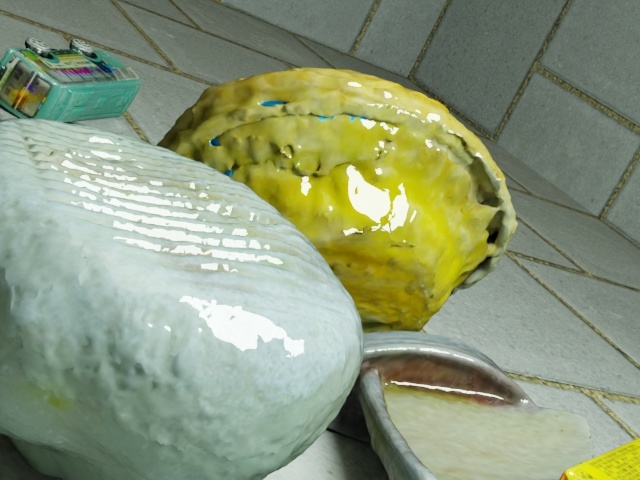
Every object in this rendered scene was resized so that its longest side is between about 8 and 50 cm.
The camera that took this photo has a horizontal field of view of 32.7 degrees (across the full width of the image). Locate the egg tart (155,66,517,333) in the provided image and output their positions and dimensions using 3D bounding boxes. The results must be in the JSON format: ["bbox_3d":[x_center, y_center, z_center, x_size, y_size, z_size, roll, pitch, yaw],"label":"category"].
[{"bbox_3d":[0.000,0.000,1.075,0.388,0.388,0.169,20,52,-22],"label":"egg tart"}]

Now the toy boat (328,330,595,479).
[{"bbox_3d":[0.123,0.174,0.980,0.276,0.111,0.293,6,18,-30],"label":"toy boat"}]

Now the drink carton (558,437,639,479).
[{"bbox_3d":[0.286,0.256,0.947,0.111,0.154,0.351,37,19,29],"label":"drink carton"}]

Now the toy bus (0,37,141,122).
[{"bbox_3d":[-0.354,-0.220,1.526,0.109,0.091,0.262,37,20,9],"label":"toy bus"}]

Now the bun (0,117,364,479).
[{"bbox_3d":[-0.142,0.051,0.811,0.362,0.211,0.362,23,20,-9],"label":"bun"}]
